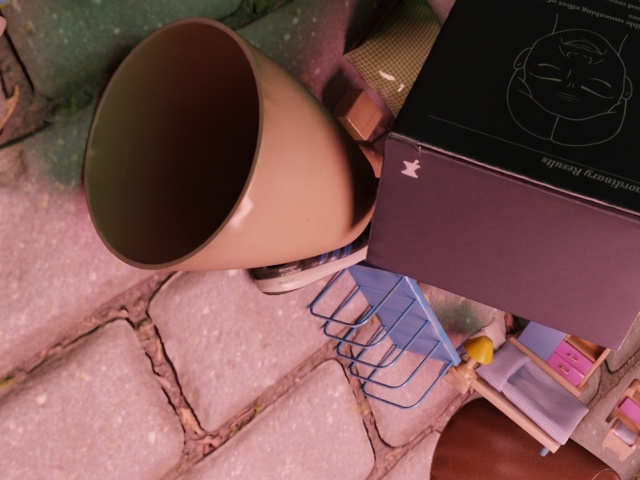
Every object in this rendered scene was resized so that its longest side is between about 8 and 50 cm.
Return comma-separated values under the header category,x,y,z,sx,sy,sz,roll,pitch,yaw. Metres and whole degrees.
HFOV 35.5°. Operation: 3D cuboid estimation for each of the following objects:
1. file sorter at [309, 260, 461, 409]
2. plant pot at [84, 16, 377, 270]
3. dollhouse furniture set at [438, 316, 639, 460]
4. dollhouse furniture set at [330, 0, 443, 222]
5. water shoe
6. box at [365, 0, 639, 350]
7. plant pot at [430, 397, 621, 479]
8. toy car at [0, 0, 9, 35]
category,x,y,z,sx,sy,sz,roll,pitch,yaw
file sorter,0.082,0.124,1.317,0.104,0.118,0.170,-47,123,-25
plant pot,-0.067,-0.076,1.090,0.274,0.256,0.256,14,85,-50
dollhouse furniture set,0.370,0.173,1.406,0.303,0.286,0.198,-20,145,-57
dollhouse furniture set,0.137,-0.182,1.306,0.197,0.151,0.301,48,64,-34
water shoe,0.000,0.000,1.258,0.203,0.073,0.080,-27,107,-38
box,0.259,-0.127,1.111,0.212,0.294,0.395,97,17,-51
plant pot,0.320,0.361,1.481,0.215,0.230,0.215,-6,98,-42
toy car,-0.334,-0.259,0.882,0.182,0.136,0.159,8,89,-42
